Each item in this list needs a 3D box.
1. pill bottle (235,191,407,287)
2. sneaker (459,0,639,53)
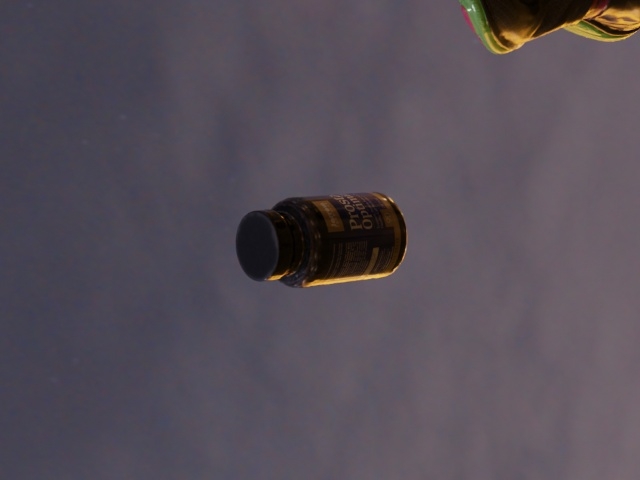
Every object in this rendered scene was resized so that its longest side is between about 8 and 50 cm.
[{"bbox_3d":[0.000,0.000,1.991,0.219,0.123,0.122,-6,-74,-41],"label":"pill bottle"},{"bbox_3d":[0.346,-0.373,2.034,0.483,0.202,0.185,-15,-99,-47],"label":"sneaker"}]
